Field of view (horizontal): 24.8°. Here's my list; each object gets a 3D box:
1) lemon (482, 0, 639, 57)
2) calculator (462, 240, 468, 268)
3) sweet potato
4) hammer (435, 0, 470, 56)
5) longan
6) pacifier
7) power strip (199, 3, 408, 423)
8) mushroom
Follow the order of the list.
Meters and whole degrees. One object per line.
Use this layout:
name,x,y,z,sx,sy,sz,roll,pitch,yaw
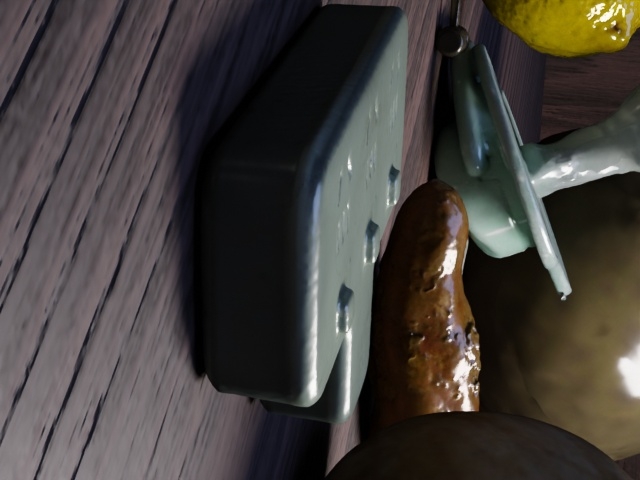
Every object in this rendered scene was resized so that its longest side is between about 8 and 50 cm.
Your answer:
lemon,0.257,-0.304,1.522,0.204,0.204,0.260,79,-9,-59
calculator,0.108,0.082,1.442,0.268,0.040,0.177,-37,132,-75
sweet potato,0.085,0.114,1.191,0.106,0.095,0.354,-64,158,-48
hammer,0.134,-0.320,1.367,0.058,0.029,0.292,-48,142,-75
longan,0.341,0.064,1.839,0.436,0.404,0.404,-58,174,11
pacifier,0.254,-0.100,1.515,0.343,0.269,0.288,45,26,-74
power strip,0.001,0.000,0.755,0.265,0.059,0.193,-65,159,-62
mushroom,0.108,0.275,0.981,0.290,0.297,0.297,-62,-177,34
